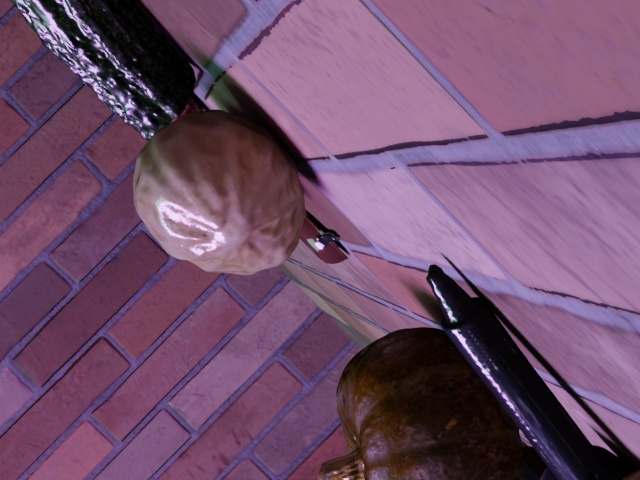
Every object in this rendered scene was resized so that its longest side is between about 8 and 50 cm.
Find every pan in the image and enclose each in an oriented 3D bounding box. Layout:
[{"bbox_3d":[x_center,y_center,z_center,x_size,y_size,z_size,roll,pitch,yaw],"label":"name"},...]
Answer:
[{"bbox_3d":[0.000,0.000,1.350,0.068,0.023,0.115,46,176,-6],"label":"pan"}]

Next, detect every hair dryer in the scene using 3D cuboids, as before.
[{"bbox_3d":[0.145,0.118,0.881,0.255,0.070,0.128,51,174,-20],"label":"hair dryer"}]

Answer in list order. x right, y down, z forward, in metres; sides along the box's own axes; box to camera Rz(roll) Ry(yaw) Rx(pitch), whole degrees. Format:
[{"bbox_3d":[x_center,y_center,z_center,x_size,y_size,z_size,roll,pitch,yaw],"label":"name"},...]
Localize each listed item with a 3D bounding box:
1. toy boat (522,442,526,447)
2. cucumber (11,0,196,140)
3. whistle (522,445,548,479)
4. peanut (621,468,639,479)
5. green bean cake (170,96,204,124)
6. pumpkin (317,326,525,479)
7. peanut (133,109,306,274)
[{"bbox_3d":[0.333,0.378,1.563,0.392,0.079,0.136,43,175,-12],"label":"toy boat"},{"bbox_3d":[-0.182,-0.171,1.054,0.265,0.077,0.077,46,176,-40],"label":"cucumber"},{"bbox_3d":[0.173,0.222,1.279,0.142,0.134,0.346,44,-173,-37],"label":"whistle"},{"bbox_3d":[0.194,0.171,0.751,0.099,0.099,0.214,43,-179,23],"label":"peanut"},{"bbox_3d":[-0.174,-0.149,1.343,0.135,0.056,0.136,48,175,-23],"label":"green bean cake"},{"bbox_3d":[0.076,0.173,1.131,0.219,0.162,0.219,168,90,-88],"label":"pumpkin"},{"bbox_3d":[-0.076,-0.033,1.123,0.136,0.120,0.298,50,178,-1],"label":"peanut"}]
